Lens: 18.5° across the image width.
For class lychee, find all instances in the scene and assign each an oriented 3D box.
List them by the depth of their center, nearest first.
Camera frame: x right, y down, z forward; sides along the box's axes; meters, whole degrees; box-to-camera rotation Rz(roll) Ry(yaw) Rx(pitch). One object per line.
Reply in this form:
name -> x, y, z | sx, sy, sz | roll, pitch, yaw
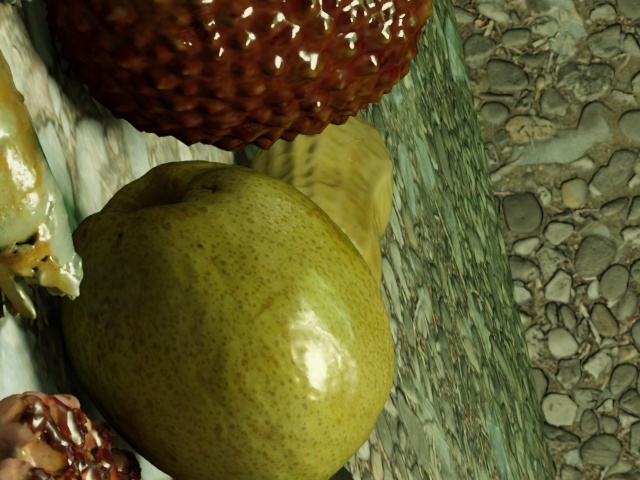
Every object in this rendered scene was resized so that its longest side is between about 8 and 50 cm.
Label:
lychee -> -0.067, -0.198, 1.409 | 0.276, 0.304, 0.276 | 23, 90, -84

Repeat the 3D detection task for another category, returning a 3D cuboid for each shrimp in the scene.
shrimp -> -0.211, -0.108, 1.169 | 0.185, 0.068, 0.287 | 66, 5, -48

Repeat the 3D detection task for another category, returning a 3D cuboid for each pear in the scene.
pear -> -0.064, 0.051, 1.246 | 0.211, 0.188, 0.228 | 53, -15, -16

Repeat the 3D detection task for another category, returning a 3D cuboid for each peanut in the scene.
peanut -> 0.000, 0.000, 1.743 | 0.305, 0.147, 0.147 | -87, 157, -52

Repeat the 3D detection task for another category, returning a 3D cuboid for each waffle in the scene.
waffle -> -0.134, 0.192, 1.123 | 0.234, 0.055, 0.221 | 53, 23, -70

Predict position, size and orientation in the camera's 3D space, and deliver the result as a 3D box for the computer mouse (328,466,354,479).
computer mouse -> -0.004, 0.232, 1.469 | 0.269, 0.100, 0.170 | 61, 14, -27
